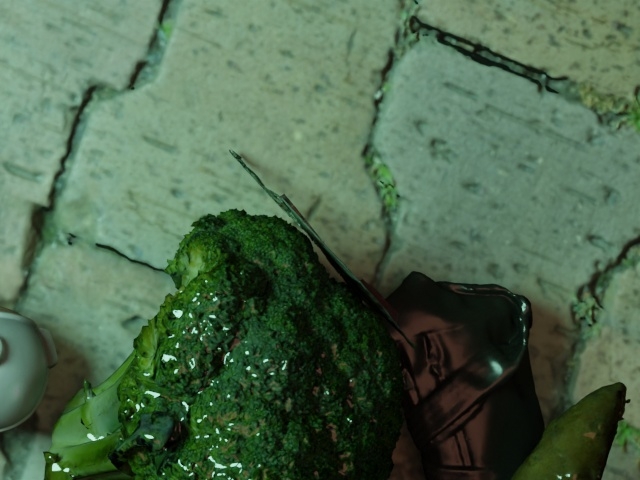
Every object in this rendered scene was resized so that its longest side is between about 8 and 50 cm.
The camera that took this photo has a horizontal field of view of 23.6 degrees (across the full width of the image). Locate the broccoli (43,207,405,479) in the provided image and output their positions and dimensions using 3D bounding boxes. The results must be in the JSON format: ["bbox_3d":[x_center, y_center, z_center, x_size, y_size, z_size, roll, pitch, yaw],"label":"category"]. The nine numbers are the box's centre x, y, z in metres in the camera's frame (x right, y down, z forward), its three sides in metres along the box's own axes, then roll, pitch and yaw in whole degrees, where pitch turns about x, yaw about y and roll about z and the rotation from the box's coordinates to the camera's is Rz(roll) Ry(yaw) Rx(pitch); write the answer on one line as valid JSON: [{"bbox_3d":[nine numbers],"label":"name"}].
[{"bbox_3d":[-0.068,0.139,1.197,0.283,0.321,0.303,-18,115,20],"label":"broccoli"}]

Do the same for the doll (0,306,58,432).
[{"bbox_3d":[-0.344,0.093,1.171,0.287,0.151,0.150,4,89,-18],"label":"doll"}]

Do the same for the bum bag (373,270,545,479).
[{"bbox_3d":[0.149,0.175,1.337,0.142,0.080,0.326,-19,97,-12],"label":"bum bag"}]

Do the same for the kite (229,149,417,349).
[{"bbox_3d":[-0.001,0.001,1.243,0.012,0.229,0.250,-43,62,-4],"label":"kite"}]

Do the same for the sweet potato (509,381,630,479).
[{"bbox_3d":[0.158,0.313,1.276,0.131,0.130,0.422,11,106,-15],"label":"sweet potato"}]
